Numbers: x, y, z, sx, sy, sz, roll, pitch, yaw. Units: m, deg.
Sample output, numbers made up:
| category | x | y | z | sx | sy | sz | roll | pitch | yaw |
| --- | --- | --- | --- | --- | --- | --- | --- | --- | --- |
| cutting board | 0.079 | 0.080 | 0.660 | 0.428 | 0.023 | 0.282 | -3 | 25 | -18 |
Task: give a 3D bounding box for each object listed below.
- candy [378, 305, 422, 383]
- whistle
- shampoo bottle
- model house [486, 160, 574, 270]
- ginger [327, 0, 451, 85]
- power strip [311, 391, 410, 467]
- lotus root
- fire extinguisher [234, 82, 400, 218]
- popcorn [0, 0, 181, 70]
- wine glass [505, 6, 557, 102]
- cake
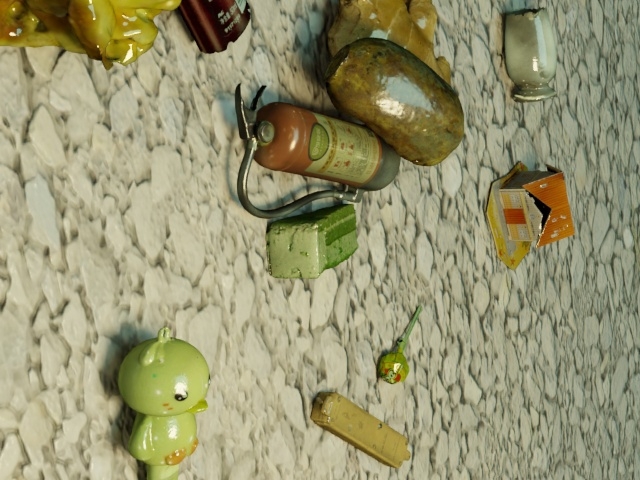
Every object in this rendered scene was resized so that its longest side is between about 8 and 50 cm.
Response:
| category | x | y | z | sx | sy | sz | roll | pitch | yaw |
| --- | --- | --- | --- | --- | --- | --- | --- | --- | --- |
| candy | 0.164 | 0.198 | 2.115 | 0.058 | 0.062 | 0.194 | 28 | 50 | 2 |
| whistle | -0.217 | 0.267 | 1.603 | 0.141 | 0.141 | 0.294 | -22 | 108 | -47 |
| shampoo bottle | -0.202 | -0.434 | 1.601 | 0.129 | 0.084 | 0.323 | -66 | 146 | -31 |
| model house | 0.482 | -0.052 | 2.403 | 0.207 | 0.136 | 0.219 | -36 | 117 | -45 |
| ginger | 0.146 | -0.339 | 2.041 | 0.375 | 0.166 | 0.236 | 36 | 52 | -61 |
| power strip | 0.073 | 0.347 | 2.011 | 0.305 | 0.044 | 0.064 | 39 | 62 | -44 |
| lotus root | 0.131 | -0.240 | 1.857 | 0.275 | 0.152 | 0.160 | 27 | 31 | -28 |
| fire extinguisher | -0.017 | -0.132 | 1.835 | 0.376 | 0.113 | 0.200 | 11 | 74 | -49 |
| popcorn | -0.313 | -0.398 | 1.397 | 0.290 | 0.326 | 0.321 | -25 | 151 | -51 |
| wine glass | 0.461 | -0.405 | 2.392 | 0.111 | 0.111 | 0.204 | -25 | 113 | -46 |
| cake | 0.020 | -0.002 | 1.901 | 0.235 | 0.099 | 0.100 | -16 | 104 | -49 |
